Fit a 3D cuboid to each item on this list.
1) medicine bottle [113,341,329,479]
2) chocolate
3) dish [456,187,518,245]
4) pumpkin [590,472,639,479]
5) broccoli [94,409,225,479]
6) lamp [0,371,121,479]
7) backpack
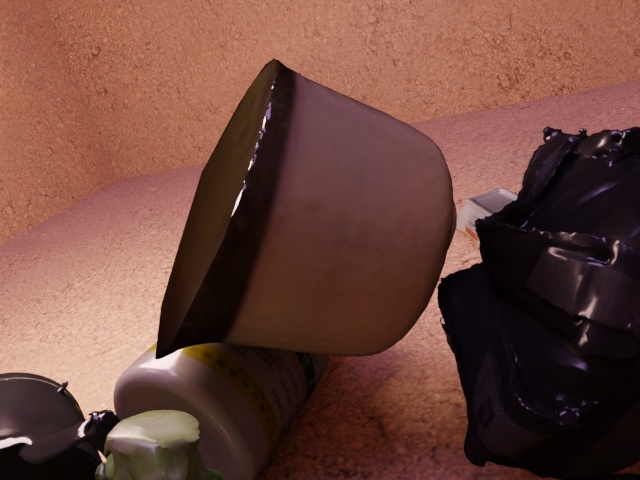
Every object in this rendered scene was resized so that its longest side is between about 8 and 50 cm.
[{"bbox_3d":[-0.101,0.164,0.773,0.208,0.208,0.339,-3,25,30],"label":"medicine bottle"},{"bbox_3d":[0.000,0.000,0.630,0.326,0.297,0.314,-56,20,23],"label":"chocolate"},{"bbox_3d":[0.381,-0.048,1.131,0.151,0.077,0.212,-17,22,-3],"label":"dish"},{"bbox_3d":[0.261,0.256,0.419,0.167,0.125,0.167,-24,17,8],"label":"pumpkin"},{"bbox_3d":[-0.127,0.283,0.453,0.270,0.270,0.270,-2,0,0],"label":"broccoli"},{"bbox_3d":[-0.375,0.285,0.669,0.374,0.205,0.272,-29,27,-4],"label":"lamp"},{"bbox_3d":[0.263,0.053,0.564,0.255,0.363,0.446,28,18,9],"label":"backpack"}]
